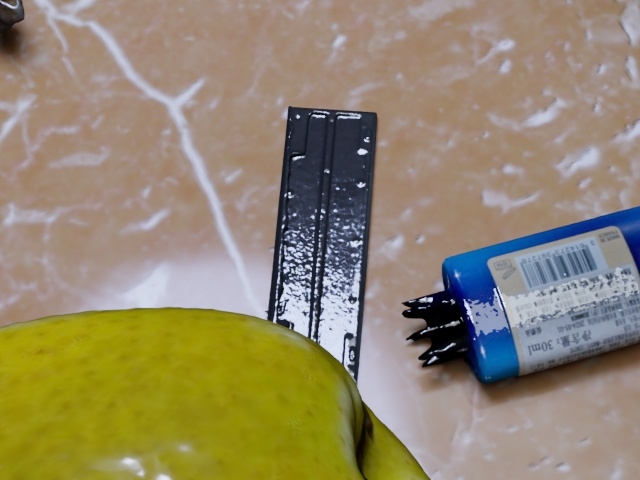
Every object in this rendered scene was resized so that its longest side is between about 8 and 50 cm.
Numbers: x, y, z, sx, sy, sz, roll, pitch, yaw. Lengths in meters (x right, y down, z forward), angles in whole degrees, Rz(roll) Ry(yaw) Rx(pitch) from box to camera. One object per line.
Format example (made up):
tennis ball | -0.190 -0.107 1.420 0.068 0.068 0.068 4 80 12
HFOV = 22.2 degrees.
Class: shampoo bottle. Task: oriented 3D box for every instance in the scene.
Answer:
shampoo bottle | 0.144 0.037 1.031 0.183 0.050 0.087 -15 69 -7

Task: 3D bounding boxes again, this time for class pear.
pear | -0.116 0.225 0.788 0.418 0.362 0.362 -45 71 11

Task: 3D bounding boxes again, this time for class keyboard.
keyboard | 0.000 0.000 1.071 0.064 0.010 0.198 5 66 1

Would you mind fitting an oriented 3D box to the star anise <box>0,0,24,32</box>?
star anise | -0.290 -0.231 1.136 0.214 0.099 0.220 1 60 -14
